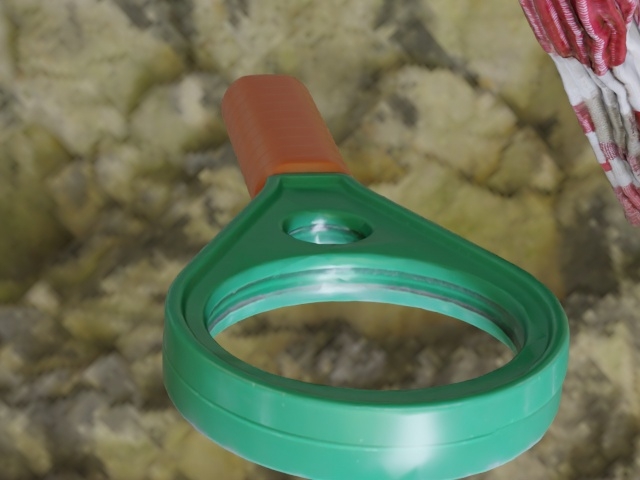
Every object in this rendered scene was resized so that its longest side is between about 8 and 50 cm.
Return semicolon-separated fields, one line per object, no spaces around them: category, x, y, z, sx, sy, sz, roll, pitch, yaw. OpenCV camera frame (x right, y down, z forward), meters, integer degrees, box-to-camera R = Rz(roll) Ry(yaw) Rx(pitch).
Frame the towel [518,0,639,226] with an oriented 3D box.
towel;0.126;-0.157;0.664;0.037;0.329;0.237;7;-103;19

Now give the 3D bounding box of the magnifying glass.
magnifying glass;0.000;0.000;0.477;0.092;0.026;0.231;-1;-156;-9
